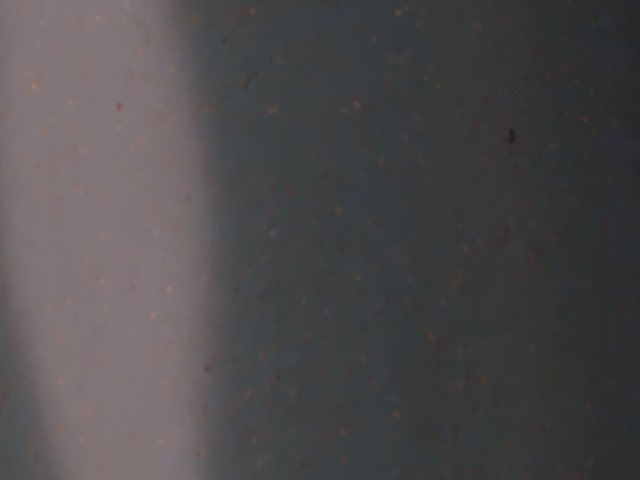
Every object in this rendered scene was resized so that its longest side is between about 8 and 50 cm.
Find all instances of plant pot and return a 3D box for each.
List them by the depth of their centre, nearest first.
[{"bbox_3d":[0.000,0.000,0.471,0.341,0.341,0.334,-18,73,45],"label":"plant pot"}]
